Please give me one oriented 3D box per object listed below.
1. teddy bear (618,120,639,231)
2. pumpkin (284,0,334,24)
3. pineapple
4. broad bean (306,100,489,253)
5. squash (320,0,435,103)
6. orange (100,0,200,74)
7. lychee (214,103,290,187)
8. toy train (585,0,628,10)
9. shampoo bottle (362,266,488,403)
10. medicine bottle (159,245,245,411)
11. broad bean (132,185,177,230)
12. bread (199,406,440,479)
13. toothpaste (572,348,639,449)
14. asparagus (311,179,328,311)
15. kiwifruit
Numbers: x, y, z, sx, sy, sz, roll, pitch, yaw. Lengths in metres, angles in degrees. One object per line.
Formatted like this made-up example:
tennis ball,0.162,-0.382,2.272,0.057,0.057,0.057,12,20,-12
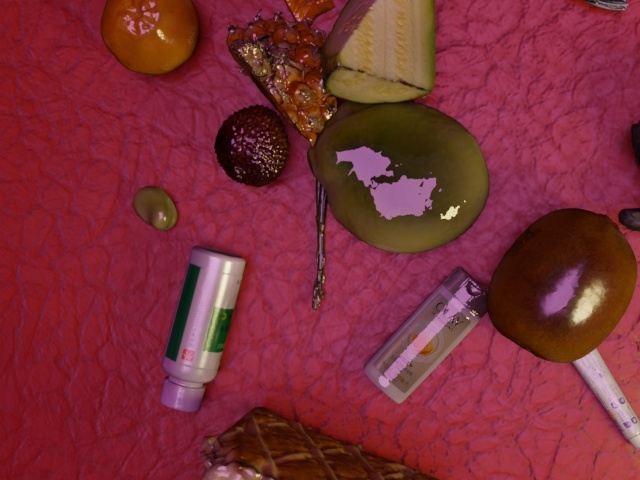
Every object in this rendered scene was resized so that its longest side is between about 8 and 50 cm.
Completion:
teddy bear,0.534,-0.086,1.404,0.171,0.144,0.250,-3,90,28
pumpkin,-0.028,-0.397,1.515,0.073,0.035,0.101,-32,89,9
pineapple,-0.060,-0.293,1.434,0.140,0.164,0.249,-39,54,2
broad bean,0.117,-0.103,1.460,0.291,0.119,0.238,20,83,4
squash,0.070,-0.354,1.428,0.111,0.203,0.288,-19,69,51
orange,-0.273,-0.342,1.496,0.159,0.136,0.158,0,91,4
lychee,-0.106,-0.152,1.488,0.123,0.123,0.129,28,86,6
toy train,0.367,-0.429,1.459,0.252,0.048,0.055,34,105,0
shampoo bottle,0.172,0.149,1.486,0.086,0.056,0.227,44,96,4
medicine bottle,-0.195,0.142,1.514,0.095,0.095,0.260,17,92,7
broad bean,-0.273,-0.054,1.548,0.083,0.045,0.063,46,108,12
bread,-0.012,0.436,1.355,0.371,0.390,0.279,19,88,5
toothpaste,0.443,0.226,1.466,0.052,0.033,0.218,-32,84,3
asparagus,0.000,0.000,1.524,0.023,0.022,0.232,3,89,-37
kiwifruit,0.361,0.063,1.395,0.196,0.196,0.234,31,95,6
